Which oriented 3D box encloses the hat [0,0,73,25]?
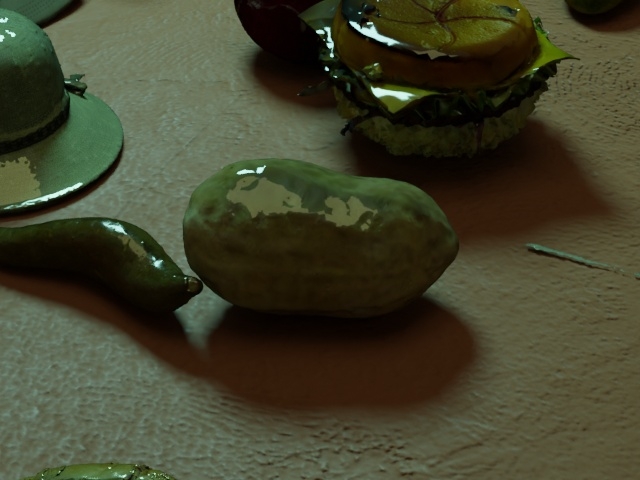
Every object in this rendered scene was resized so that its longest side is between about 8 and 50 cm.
[{"bbox_3d":[-0.364,-0.330,1.494,0.244,0.149,0.214,-40,84,-28],"label":"hat"}]

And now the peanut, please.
[{"bbox_3d":[0.000,0.000,1.144,0.224,0.129,0.129,10,36,-6],"label":"peanut"}]

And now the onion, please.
[{"bbox_3d":[0.003,-0.264,1.457,0.173,0.198,0.135,-7,67,-19],"label":"onion"}]

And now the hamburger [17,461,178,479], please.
[{"bbox_3d":[-0.132,0.180,0.907,0.176,0.102,0.087,13,25,13],"label":"hamburger"}]

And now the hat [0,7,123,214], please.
[{"bbox_3d":[-0.313,-0.143,1.310,0.257,0.130,0.257,3,36,-2],"label":"hat"}]

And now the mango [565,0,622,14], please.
[{"bbox_3d":[0.328,-0.325,1.644,0.111,0.089,0.163,33,53,33],"label":"mango"}]

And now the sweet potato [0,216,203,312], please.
[{"bbox_3d":[-0.193,0.010,1.173,0.249,0.059,0.069,15,50,23],"label":"sweet potato"}]

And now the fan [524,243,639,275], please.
[{"bbox_3d":[0.325,0.040,1.206,0.310,0.010,0.182,15,38,14],"label":"fan"}]

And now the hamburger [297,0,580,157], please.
[{"bbox_3d":[0.104,-0.165,1.361,0.261,0.139,0.243,-10,39,-19],"label":"hamburger"}]
